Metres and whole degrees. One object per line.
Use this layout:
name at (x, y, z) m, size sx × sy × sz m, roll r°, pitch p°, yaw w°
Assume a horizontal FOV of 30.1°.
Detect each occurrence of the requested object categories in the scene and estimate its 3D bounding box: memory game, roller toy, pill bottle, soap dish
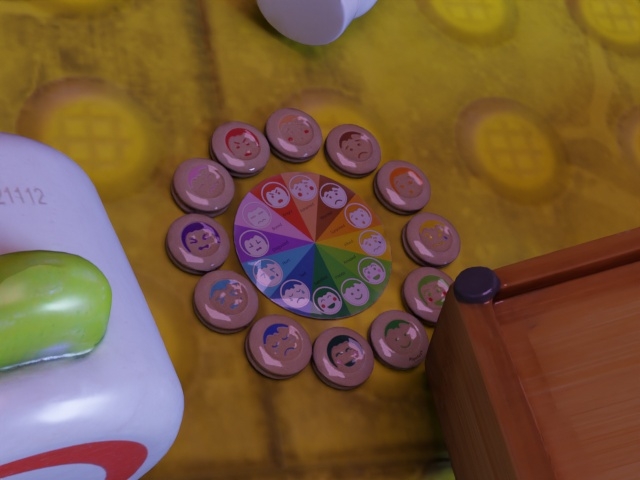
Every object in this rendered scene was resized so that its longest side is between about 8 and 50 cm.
memory game at (0.000, 0.000, 0.693) m, size 0.186 × 0.012 × 0.186 m, roll 10°, pitch 57°, yaw -17°
roller toy at (-0.168, 0.050, 0.483) m, size 0.209 × 0.191 × 0.146 m, roll -28°, pitch 72°, yaw 4°
pill bottle at (0.016, -0.193, 0.776) m, size 0.078 × 0.078 × 0.137 m, roll 33°, pitch 54°, yaw -2°
soap dish at (0.205, 0.081, 0.562) m, size 0.291 × 0.118 × 0.229 m, roll -17°, pitch 39°, yaw 4°
